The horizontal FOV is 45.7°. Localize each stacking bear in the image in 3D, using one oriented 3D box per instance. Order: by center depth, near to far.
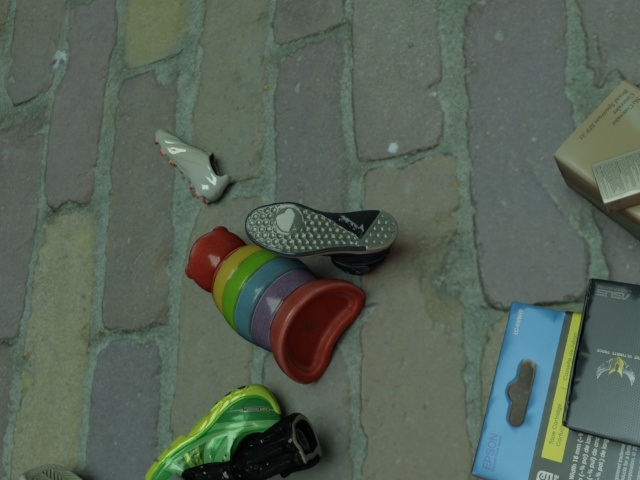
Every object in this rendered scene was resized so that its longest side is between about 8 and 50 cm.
[{"bbox_3d":[-0.104,0.077,1.233,0.289,0.164,0.175,31,88,36],"label":"stacking bear"}]

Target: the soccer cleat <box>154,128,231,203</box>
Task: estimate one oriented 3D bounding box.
[{"bbox_3d":[-0.241,-0.152,1.433,0.076,0.068,0.196,-43,66,3],"label":"soccer cleat"}]

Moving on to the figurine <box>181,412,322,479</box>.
[{"bbox_3d":[-0.074,0.389,1.107,0.209,0.092,0.215,-28,90,16],"label":"figurine"}]

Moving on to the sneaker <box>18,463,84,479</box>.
[{"bbox_3d":[-0.377,0.519,1.250,0.350,0.131,0.148,27,103,29],"label":"sneaker"}]

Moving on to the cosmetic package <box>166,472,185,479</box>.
[{"bbox_3d":[-0.216,0.568,1.069,0.284,0.097,0.377,38,101,6],"label":"cosmetic package"}]

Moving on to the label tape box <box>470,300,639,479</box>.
[{"bbox_3d":[0.386,0.229,0.946,0.333,0.106,0.241,10,77,30],"label":"label tape box"}]

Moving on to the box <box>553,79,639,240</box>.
[{"bbox_3d":[0.475,-0.054,0.987,0.148,0.121,0.311,-48,58,5],"label":"box"}]

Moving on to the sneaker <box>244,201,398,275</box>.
[{"bbox_3d":[0.001,0.002,1.181,0.226,0.163,0.086,5,78,2],"label":"sneaker"}]

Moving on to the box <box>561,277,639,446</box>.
[{"bbox_3d":[0.410,0.152,0.863,0.232,0.059,0.184,9,78,29],"label":"box"}]

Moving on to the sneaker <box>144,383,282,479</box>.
[{"bbox_3d":[-0.172,0.358,1.193,0.295,0.109,0.123,-48,58,7],"label":"sneaker"}]

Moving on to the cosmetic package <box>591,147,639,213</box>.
[{"bbox_3d":[0.402,-0.082,0.938,0.115,0.041,0.060,-18,65,22],"label":"cosmetic package"}]
